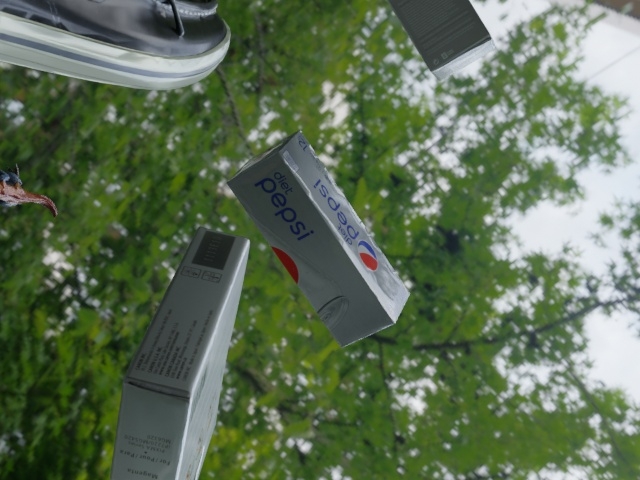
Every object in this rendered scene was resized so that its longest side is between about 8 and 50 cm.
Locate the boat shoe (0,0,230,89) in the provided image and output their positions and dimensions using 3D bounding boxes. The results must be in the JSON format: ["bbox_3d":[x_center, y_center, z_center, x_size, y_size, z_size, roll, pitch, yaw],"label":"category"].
[{"bbox_3d":[-0.209,-0.218,0.700,0.187,0.500,0.156,29,-77,24],"label":"boat shoe"}]

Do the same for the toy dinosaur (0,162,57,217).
[{"bbox_3d":[-0.268,-0.049,0.820,0.082,0.090,0.047,-152,-104,-79],"label":"toy dinosaur"}]

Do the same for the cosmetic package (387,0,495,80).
[{"bbox_3d":[0.143,-0.352,1.357,0.107,0.238,0.127,-28,179,14],"label":"cosmetic package"}]

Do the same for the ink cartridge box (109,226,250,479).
[{"bbox_3d":[-0.132,0.153,0.893,0.275,0.060,0.238,-77,-179,-63],"label":"ink cartridge box"}]

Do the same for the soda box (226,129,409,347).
[{"bbox_3d":[0.000,0.000,1.321,0.098,0.286,0.091,-27,-165,29],"label":"soda box"}]
